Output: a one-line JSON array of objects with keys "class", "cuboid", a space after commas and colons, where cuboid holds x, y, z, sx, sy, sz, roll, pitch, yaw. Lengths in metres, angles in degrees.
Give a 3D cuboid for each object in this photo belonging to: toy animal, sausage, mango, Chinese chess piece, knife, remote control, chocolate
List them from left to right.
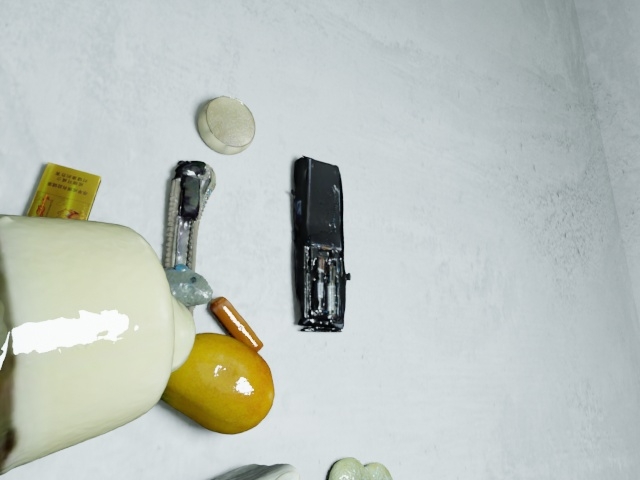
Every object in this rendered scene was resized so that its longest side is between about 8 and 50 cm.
[{"class": "chocolate", "cuboid": [-0.343, 0.102, 0.644, 0.297, 0.314, 0.326, -17, 83, -47]}, {"class": "toy animal", "cuboid": [-0.306, 0.066, 0.814, 0.252, 0.070, 0.079, 16, 50, -4]}, {"class": "knife", "cuboid": [-0.248, 0.008, 0.900, 0.089, 0.043, 0.366, 11, 69, -28]}, {"class": "mango", "cuboid": [-0.179, 0.235, 0.827, 0.221, 0.120, 0.152, 37, 57, -12]}, {"class": "Chinese chess piece", "cuboid": [-0.196, -0.241, 1.016, 0.122, 0.051, 0.122, 11, 71, -34]}, {"class": "sausage", "cuboid": [-0.160, 0.161, 0.914, 0.039, 0.041, 0.131, -41, 100, -16]}, {"class": "remote control", "cuboid": [0.000, 0.000, 1.072, 0.144, 0.062, 0.399, 9, 70, -33]}]

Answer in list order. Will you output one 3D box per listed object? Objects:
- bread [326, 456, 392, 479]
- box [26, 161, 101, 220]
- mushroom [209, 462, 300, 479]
[{"class": "bread", "cuboid": [0.045, 0.553, 0.930, 0.207, 0.056, 0.287, 41, 54, -21]}, {"class": "box", "cuboid": [-0.425, -0.047, 0.789, 0.088, 0.022, 0.157, 12, 66, -16]}, {"class": "mushroom", "cuboid": [-0.204, 0.410, 0.733, 0.328, 0.159, 0.122, 4, 33, -33]}]
